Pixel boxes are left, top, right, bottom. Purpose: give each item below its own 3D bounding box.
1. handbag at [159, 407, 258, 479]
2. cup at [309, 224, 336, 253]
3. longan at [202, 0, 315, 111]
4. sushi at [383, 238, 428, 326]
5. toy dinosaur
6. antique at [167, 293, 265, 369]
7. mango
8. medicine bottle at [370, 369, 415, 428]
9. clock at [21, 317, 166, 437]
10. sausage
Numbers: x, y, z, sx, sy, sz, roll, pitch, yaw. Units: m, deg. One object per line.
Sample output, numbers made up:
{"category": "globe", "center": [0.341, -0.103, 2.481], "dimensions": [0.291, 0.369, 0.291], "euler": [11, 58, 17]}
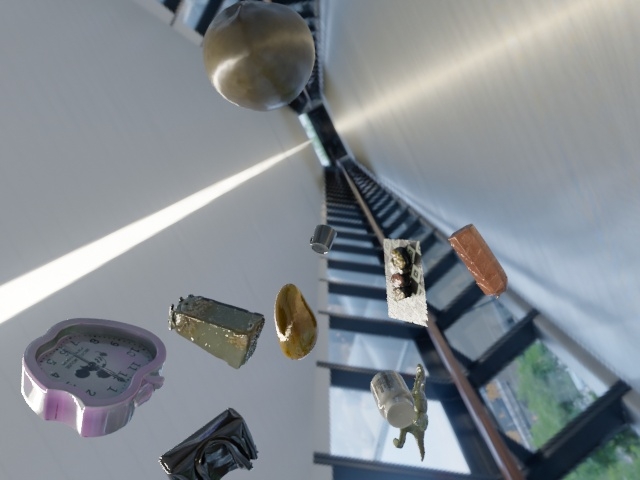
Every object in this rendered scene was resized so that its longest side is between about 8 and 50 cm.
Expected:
{"category": "handbag", "center": [-0.340, 0.700, 2.033], "dimensions": [0.113, 0.285, 0.257], "euler": [33, 149, 45]}
{"category": "cup", "center": [0.000, 0.000, 2.191], "dimensions": [0.078, 0.100, 0.077], "euler": [41, -127, -31]}
{"category": "longan", "center": [-0.164, -0.492, 1.689], "dimensions": [0.319, 0.319, 0.319], "euler": [63, -174, -11]}
{"category": "sushi", "center": [0.266, 0.143, 2.176], "dimensions": [0.264, 0.050, 0.290], "euler": [-175, 78, -66]}
{"category": "toy dinosaur", "center": [0.299, 0.532, 1.982], "dimensions": [0.162, 0.077, 0.294], "euler": [30, -110, -57]}
{"category": "antique", "center": [-0.329, 0.262, 1.959], "dimensions": [0.125, 0.284, 0.150], "euler": [-51, -19, -63]}
{"category": "mango", "center": [-0.079, 0.262, 2.066], "dimensions": [0.113, 0.138, 0.253], "euler": [-141, 41, -81]}
{"category": "medicine bottle", "center": [0.158, 0.343, 1.372], "dimensions": [0.079, 0.079, 0.140], "euler": [62, 180, -15]}
{"category": "clock", "center": [-0.538, 0.322, 1.545], "dimensions": [0.338, 0.338, 0.102], "euler": [-105, 29, -62]}
{"category": "sausage", "center": [0.336, 0.049, 1.321], "dimensions": [0.169, 0.065, 0.065], "euler": [55, -174, -4]}
